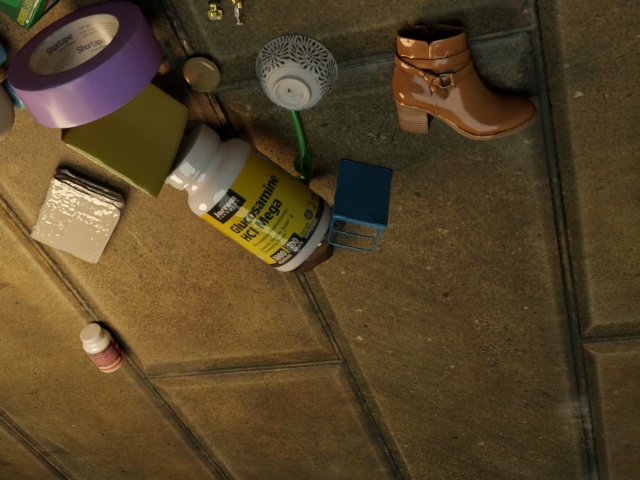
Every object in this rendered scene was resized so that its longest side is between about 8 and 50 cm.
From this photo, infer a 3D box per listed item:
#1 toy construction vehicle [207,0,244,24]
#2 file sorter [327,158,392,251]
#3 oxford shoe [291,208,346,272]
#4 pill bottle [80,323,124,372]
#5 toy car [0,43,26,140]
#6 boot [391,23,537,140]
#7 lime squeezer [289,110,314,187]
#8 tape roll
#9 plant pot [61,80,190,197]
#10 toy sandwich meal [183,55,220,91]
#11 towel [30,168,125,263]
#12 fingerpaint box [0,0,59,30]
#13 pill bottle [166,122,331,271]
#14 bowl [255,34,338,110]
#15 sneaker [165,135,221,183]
[{"bbox_3d":[-0.185,-0.450,1.503,0.085,0.035,0.098,4,138,5],"label":"toy construction vehicle"},{"bbox_3d":[0.084,-0.075,1.770,0.118,0.170,0.105,12,140,-3],"label":"file sorter"},{"bbox_3d":[0.000,0.000,1.947,0.096,0.083,0.227,10,141,-36],"label":"oxford shoe"},{"bbox_3d":[-0.650,0.317,2.381,0.086,0.086,0.152,-5,137,15],"label":"pill bottle"},{"bbox_3d":[-0.774,-0.308,1.678,0.237,0.219,0.210,18,148,36],"label":"toy car"},{"bbox_3d":[0.277,-0.314,1.541,0.283,0.109,0.220,6,134,14],"label":"boot"},{"bbox_3d":[-0.062,-0.166,1.794,0.110,0.059,0.310,40,139,11],"label":"lime squeezer"},{"bbox_3d":[-0.437,-0.332,1.496,0.274,0.275,0.090,-8,135,17],"label":"tape roll"},{"bbox_3d":[-0.382,-0.239,1.628,0.212,0.212,0.187,33,94,-24],"label":"plant pot"},{"bbox_3d":[-0.240,-0.341,1.638,0.085,0.029,0.086,5,133,6],"label":"toy sandwich meal"},{"bbox_3d":[-0.604,-0.057,1.996,0.187,0.049,0.282,25,136,-15],"label":"towel"},{"bbox_3d":[-0.492,-0.581,1.182,0.371,0.163,0.444,41,147,-15],"label":"fingerpaint box"},{"bbox_3d":[-0.156,-0.093,1.695,0.334,0.188,0.188,35,132,-22],"label":"pill bottle"},{"bbox_3d":[-0.053,-0.315,1.596,0.170,0.080,0.170,5,138,5],"label":"bowl"},{"bbox_3d":[-0.324,-0.187,1.789,0.235,0.090,0.095,-7,128,7],"label":"sneaker"}]
